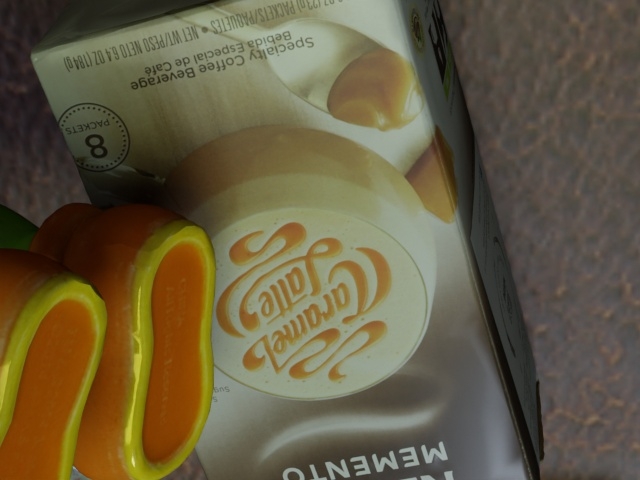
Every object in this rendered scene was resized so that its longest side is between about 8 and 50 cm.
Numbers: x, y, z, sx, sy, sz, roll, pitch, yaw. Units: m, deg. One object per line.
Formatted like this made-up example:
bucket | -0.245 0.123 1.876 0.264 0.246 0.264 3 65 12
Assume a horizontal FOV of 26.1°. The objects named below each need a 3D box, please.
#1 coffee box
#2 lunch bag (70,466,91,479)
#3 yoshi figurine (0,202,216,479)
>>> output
coffee box | 0.000 0.000 0.573 0.141 0.098 0.246 -13 117 14
lunch bag | -0.139 0.149 0.695 0.071 0.053 0.083 28 92 -10
yoshi figurine | -0.235 0.039 0.507 0.362 0.203 0.203 14 144 19
